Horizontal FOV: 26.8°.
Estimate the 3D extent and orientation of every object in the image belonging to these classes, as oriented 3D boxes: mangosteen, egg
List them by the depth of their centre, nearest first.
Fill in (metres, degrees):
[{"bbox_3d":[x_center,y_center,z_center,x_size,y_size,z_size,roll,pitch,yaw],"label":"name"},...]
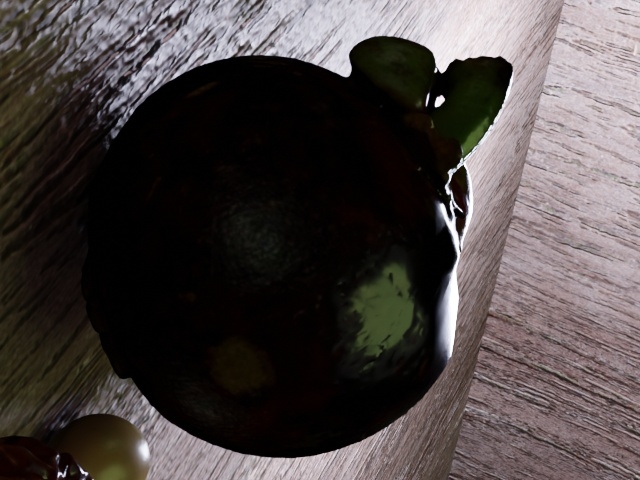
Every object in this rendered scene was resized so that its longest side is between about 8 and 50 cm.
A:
[{"bbox_3d":[0.000,0.000,1.002,0.306,0.359,0.306,-19,90,-90],"label":"mangosteen"},{"bbox_3d":[-0.185,0.181,1.095,0.096,0.080,0.080,20,90,-67],"label":"egg"}]

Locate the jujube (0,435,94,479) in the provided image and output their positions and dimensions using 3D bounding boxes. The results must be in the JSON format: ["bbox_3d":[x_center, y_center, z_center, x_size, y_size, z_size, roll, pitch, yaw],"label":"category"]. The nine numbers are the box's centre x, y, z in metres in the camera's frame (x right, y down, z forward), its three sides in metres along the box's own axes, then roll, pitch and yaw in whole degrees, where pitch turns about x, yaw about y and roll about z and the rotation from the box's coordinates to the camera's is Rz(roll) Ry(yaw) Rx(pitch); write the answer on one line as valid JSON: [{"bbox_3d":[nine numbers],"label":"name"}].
[{"bbox_3d":[-0.227,0.202,0.862,0.230,0.155,0.155,-38,146,-78],"label":"jujube"}]
